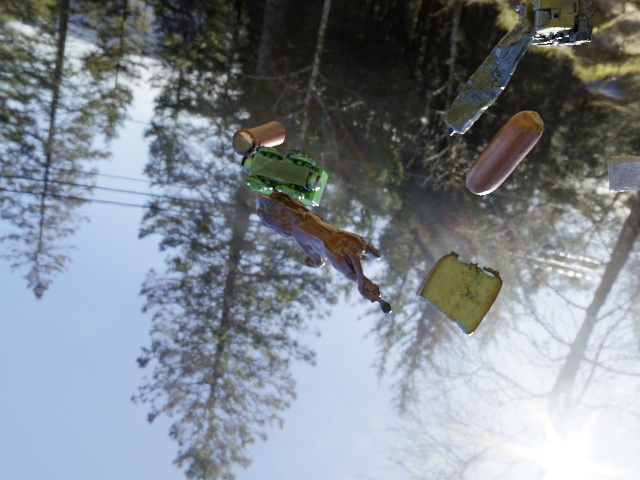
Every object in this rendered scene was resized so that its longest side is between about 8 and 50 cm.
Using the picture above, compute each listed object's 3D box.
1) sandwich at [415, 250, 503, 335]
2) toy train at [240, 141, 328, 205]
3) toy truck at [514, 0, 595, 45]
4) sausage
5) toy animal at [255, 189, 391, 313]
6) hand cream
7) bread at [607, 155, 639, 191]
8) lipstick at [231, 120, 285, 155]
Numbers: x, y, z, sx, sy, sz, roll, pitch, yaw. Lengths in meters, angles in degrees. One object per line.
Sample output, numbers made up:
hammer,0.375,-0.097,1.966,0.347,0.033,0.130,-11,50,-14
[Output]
sandwich,0.270,0.095,1.120,0.122,0.128,0.235,33,-178,9
toy train,-0.099,-0.180,1.595,0.243,0.133,0.188,16,175,21
toy truck,0.488,-0.480,1.196,0.127,0.127,0.257,-2,-164,6
sausage,0.495,-0.234,1.525,0.105,0.274,0.105,17,-137,-16
toy animal,0.000,0.000,0.996,0.312,0.097,0.157,30,173,37
hand cream,0.314,-0.305,1.069,0.052,0.248,0.075,5,-138,-33
bread,0.839,-0.182,1.548,0.077,0.105,0.152,-5,-173,26
lipstick,-0.184,-0.311,1.703,0.080,0.080,0.241,16,-158,13
